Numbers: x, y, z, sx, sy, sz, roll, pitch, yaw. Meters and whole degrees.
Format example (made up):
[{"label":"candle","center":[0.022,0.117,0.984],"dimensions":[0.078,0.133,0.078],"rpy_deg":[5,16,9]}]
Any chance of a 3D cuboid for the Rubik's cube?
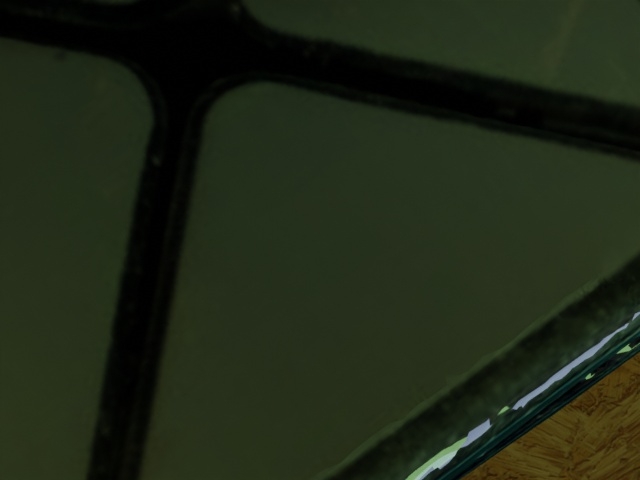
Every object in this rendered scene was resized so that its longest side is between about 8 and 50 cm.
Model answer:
[{"label":"Rubik's cube","center":[-0.052,-0.009,0.599],"dimensions":[0.260,0.255,0.259],"rpy_deg":[-36,173,-17]}]
